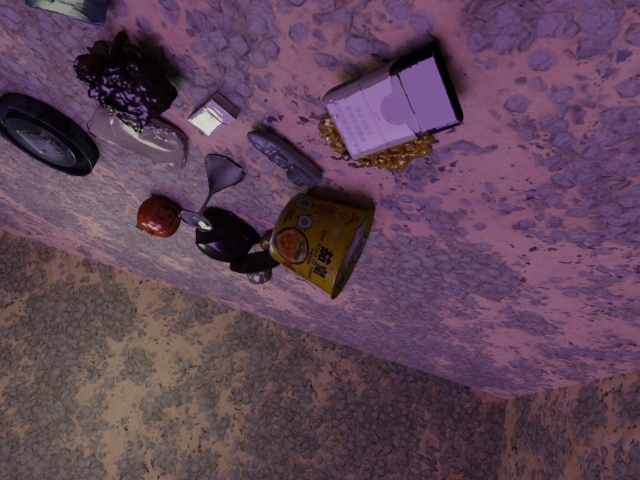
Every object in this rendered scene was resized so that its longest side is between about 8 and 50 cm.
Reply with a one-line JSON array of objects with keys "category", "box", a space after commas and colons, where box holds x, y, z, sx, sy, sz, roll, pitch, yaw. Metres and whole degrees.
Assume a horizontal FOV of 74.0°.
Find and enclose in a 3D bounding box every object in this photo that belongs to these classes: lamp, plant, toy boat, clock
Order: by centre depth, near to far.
[{"category": "plant", "box": [-0.494, -0.409, 1.087, 0.178, 0.204, 0.234, -31, 120, 9]}, {"category": "toy boat", "box": [-0.108, -0.237, 1.251, 0.261, 0.085, 0.078, 34, 151, -27]}, {"category": "clock", "box": [-1.044, -0.393, 1.620, 0.387, 0.076, 0.386, 15, 154, 8]}, {"category": "lamp", "box": [-0.715, -0.093, 1.874, 0.188, 0.163, 0.187, 17, 157, 7]}]

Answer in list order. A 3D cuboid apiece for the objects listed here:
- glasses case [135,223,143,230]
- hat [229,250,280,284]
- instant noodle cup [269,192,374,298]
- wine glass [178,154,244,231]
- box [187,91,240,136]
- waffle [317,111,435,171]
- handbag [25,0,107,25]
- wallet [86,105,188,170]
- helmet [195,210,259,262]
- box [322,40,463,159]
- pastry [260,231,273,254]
[{"category": "glasses case", "box": [-0.836, -0.108, 2.025, 0.039, 0.077, 0.184, 32, 152, -18]}, {"category": "hat", "box": [-0.275, 0.139, 1.900, 0.252, 0.252, 0.109, 4, 114, 30]}, {"category": "instant noodle cup", "box": [0.000, 0.000, 1.414, 0.254, 0.325, 0.325, 24, 156, 14]}, {"category": "wine glass", "box": [-0.370, -0.155, 1.429, 0.156, 0.232, 0.156, 17, 154, 8]}, {"category": "box", "box": [-0.307, -0.356, 1.212, 0.154, 0.040, 0.084, -12, 137, 47]}, {"category": "waffle", "box": [0.138, -0.266, 1.059, 0.281, 0.060, 0.262, 24, 151, -11]}, {"category": "handbag", "box": [-0.532, -0.549, 0.870, 0.179, 0.062, 0.229, 0, 169, -30]}, {"category": "wallet", "box": [-0.598, -0.349, 1.413, 0.336, 0.068, 0.275, 25, 158, -25]}, {"category": "helmet", "box": [-0.416, 0.007, 1.848, 0.225, 0.177, 0.305, -6, 143, 39]}, {"category": "box", "box": [0.153, -0.287, 0.905, 0.259, 0.071, 0.168, -12, 123, 35]}, {"category": "pastry", "box": [-0.186, 0.022, 1.819, 0.153, 0.081, 0.153, 18, 158, 8]}]
